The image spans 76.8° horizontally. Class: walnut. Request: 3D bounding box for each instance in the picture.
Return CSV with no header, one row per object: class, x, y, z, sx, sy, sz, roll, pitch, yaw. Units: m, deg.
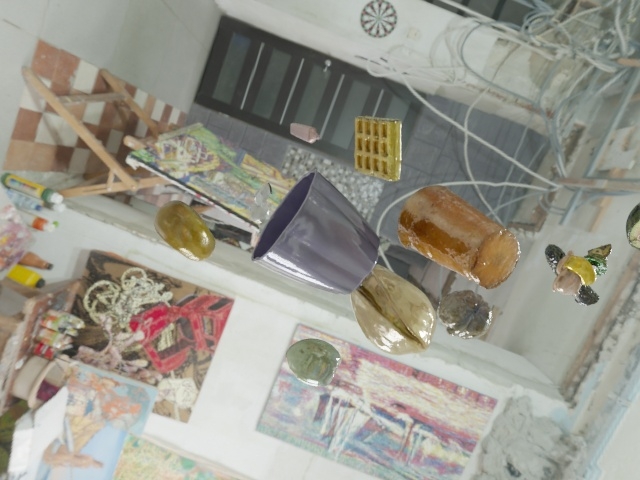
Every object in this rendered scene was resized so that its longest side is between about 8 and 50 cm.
walnut,0.692,0.359,1.948,0.248,0.248,0.248,-159,-90,-89

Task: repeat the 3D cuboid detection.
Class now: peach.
peach,-0.482,-0.033,1.451,0.153,0.251,0.251,-34,178,-6

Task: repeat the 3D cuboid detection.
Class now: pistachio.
pistachio,0.223,0.223,1.262,0.229,0.321,0.238,-41,-172,1

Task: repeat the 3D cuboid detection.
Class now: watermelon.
watermelon,0.897,-0.058,1.061,0.063,0.119,0.245,-58,169,-34

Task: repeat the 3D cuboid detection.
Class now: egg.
egg,-0.035,0.481,1.618,0.183,0.217,0.183,-58,165,-26

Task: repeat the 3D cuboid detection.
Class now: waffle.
waffle,0.216,-0.354,1.539,0.248,0.055,0.221,33,-49,55

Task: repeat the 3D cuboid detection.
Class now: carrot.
carrot,0.330,-0.009,0.989,0.196,0.196,0.254,-68,-152,16

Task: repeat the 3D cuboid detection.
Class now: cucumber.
cucumber,0.793,0.107,1.298,0.067,0.245,0.067,-40,-175,4

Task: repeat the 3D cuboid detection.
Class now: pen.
pen,-0.052,-0.381,1.429,0.197,0.032,0.053,38,-49,50

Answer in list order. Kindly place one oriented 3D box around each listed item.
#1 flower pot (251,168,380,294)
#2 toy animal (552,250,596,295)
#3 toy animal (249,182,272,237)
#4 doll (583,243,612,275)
flower pot,0.000,0.000,0.990,0.265,0.243,0.265,-47,-158,25
toy animal,0.668,0.088,1.071,0.082,0.091,0.114,-78,-176,-73
toy animal,-0.207,-0.111,1.507,0.127,0.181,0.131,-19,-176,34
doll,0.863,0.063,1.250,0.113,0.076,0.078,-27,172,-27
